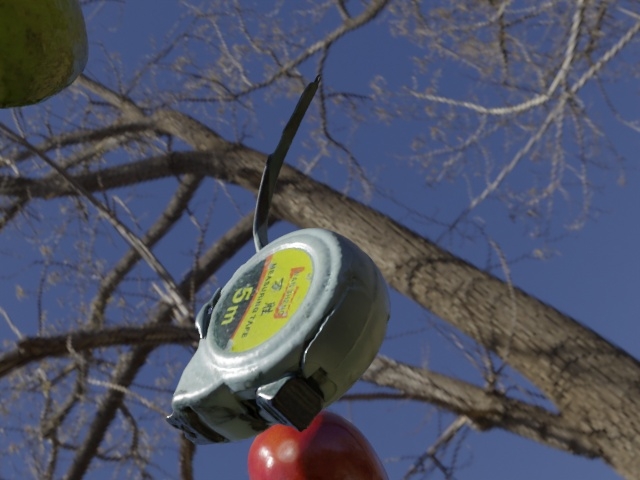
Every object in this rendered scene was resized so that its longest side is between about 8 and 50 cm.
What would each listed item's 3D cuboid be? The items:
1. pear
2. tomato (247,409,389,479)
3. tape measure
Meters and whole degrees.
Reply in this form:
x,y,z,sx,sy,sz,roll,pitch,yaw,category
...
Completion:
x,y,z,sx,sy,sz,roll,pitch,yaw,category
-0.323,-0.230,0.900,0.288,0.239,0.139,-40,-8,-50,pear
0.002,0.277,1.103,0.136,0.195,0.195,-30,-47,-19,tomato
0.000,0.001,0.759,0.084,0.164,0.330,51,-134,-35,tape measure
